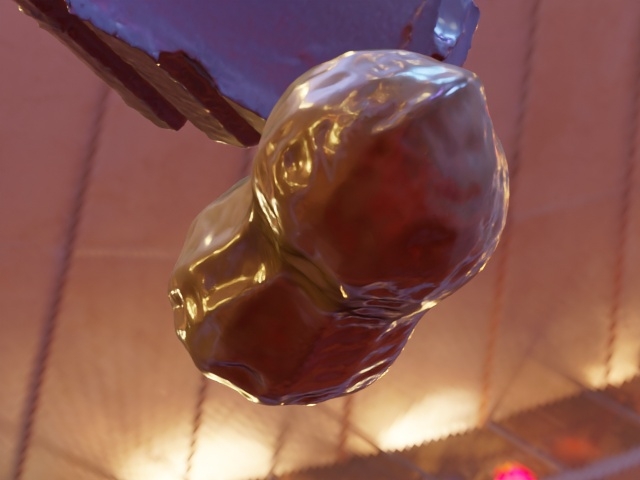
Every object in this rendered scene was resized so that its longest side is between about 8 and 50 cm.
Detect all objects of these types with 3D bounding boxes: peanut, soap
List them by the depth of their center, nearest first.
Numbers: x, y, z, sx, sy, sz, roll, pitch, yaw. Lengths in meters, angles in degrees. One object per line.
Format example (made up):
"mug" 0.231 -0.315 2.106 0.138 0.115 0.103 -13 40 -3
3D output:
"peanut" 0.000 0.000 0.826 0.125 0.111 0.274 -29 -12 -24
"soap" -0.059 -0.166 1.247 0.159 0.257 0.302 -64 -30 -7
